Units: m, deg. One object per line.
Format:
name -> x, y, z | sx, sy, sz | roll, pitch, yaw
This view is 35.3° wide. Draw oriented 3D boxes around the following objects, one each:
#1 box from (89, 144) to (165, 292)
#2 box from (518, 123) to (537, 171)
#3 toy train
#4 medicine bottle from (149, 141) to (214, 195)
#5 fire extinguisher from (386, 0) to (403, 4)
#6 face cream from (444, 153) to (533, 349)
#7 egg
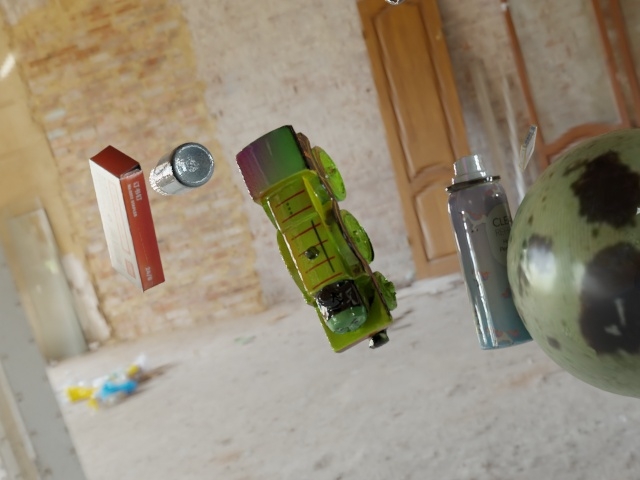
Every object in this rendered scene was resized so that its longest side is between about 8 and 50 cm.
box -> -0.327, -0.038, 1.703 | 0.050, 0.229, 0.123 | -24, 32, -30
box -> 0.341, -0.151, 1.654 | 0.012, 0.046, 0.083 | 22, -19, 15
toy train -> 0.000, 0.000, 1.265 | 0.100, 0.296, 0.160 | -30, -20, 16
medicine bottle -> -0.259, -0.124, 1.833 | 0.083, 0.083, 0.203 | -22, 5, -24
fire extinguisher -> 0.228, -0.539, 1.678 | 0.344, 0.102, 0.138 | -43, 33, -8
face cream -> 0.200, 0.012, 1.198 | 0.075, 0.229, 0.075 | -14, -1, 0
egg -> 0.350, 0.025, 1.081 | 0.288, 0.287, 0.379 | -16, -8, 16
